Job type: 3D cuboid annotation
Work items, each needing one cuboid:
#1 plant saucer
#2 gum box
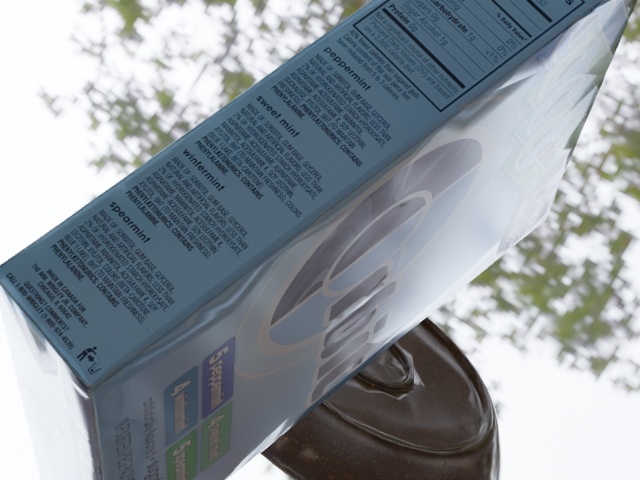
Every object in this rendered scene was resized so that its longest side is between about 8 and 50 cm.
[{"bbox_3d":[0.018,0.061,0.819,0.168,0.168,0.029,11,-56,-39],"label":"plant saucer"},{"bbox_3d":[0.000,0.000,0.499,0.184,0.041,0.157,-37,-18,-19],"label":"gum box"}]
